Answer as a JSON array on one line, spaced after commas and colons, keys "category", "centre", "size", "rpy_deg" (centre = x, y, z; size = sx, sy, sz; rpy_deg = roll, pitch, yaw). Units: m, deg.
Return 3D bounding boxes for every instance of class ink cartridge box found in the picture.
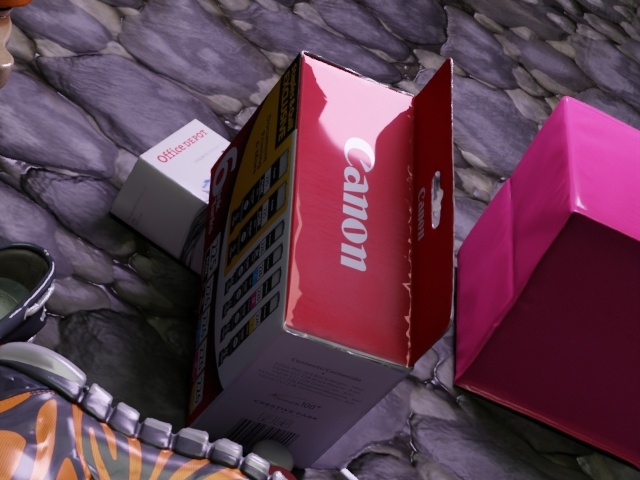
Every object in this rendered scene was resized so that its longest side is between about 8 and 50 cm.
[{"category": "ink cartridge box", "centre": [0.000, 0.000, 1.455], "size": [0.130, 0.272, 0.309], "rpy_deg": [19, 50, -21]}, {"category": "ink cartridge box", "centre": [-0.099, -0.027, 1.695], "size": [0.191, 0.082, 0.139], "rpy_deg": [36, 30, 5]}]

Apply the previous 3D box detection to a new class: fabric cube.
[{"category": "fabric cube", "centre": [0.313, 0.048, 1.781], "size": [0.254, 0.259, 0.258], "rpy_deg": [25, 31, -11]}]

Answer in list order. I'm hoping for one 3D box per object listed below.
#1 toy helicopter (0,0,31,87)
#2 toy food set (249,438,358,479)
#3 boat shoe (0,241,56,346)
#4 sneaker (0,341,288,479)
[{"category": "toy helicopter", "centre": [-0.422, -0.192, 1.606], "size": [0.235, 0.140, 0.355], "rpy_deg": [20, 33, -15]}, {"category": "toy food set", "centre": [0.027, 0.237, 1.364], "size": [0.232, 0.104, 0.111], "rpy_deg": [41, 30, 19]}, {"category": "boat shoe", "centre": [-0.325, 0.073, 1.311], "size": [0.114, 0.091, 0.302], "rpy_deg": [35, 29, 9]}, {"category": "sneaker", "centre": [-0.161, 0.216, 1.234], "size": [0.321, 0.124, 0.180], "rpy_deg": [25, 35, 5]}]
